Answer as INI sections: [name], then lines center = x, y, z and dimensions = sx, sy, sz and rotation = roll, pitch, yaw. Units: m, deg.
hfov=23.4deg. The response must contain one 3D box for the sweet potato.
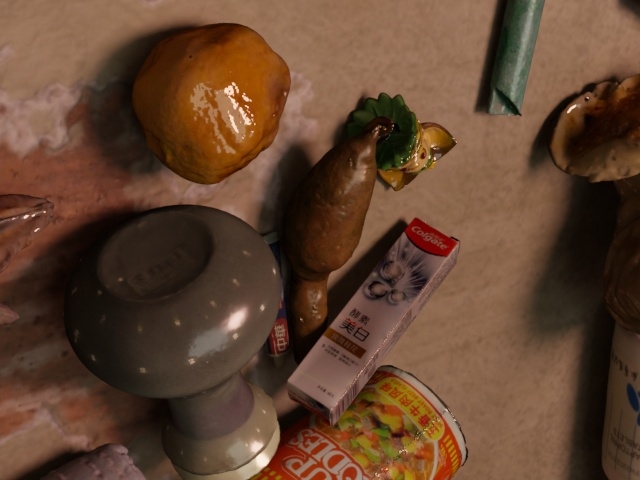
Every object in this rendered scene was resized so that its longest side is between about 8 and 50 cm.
[sweet potato]
center = -0.002, 0.001, 1.415
dimensions = 0.075, 0.075, 0.269
rotation = -9, 129, -33

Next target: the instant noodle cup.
[instant noodle cup]
center = 0.026, 0.235, 1.483
dimensions = 0.212, 0.193, 0.193
rotation = -39, 129, -26

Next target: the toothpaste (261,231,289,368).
[toothpaste]
center = -0.046, 0.059, 1.441
dimensions = 0.037, 0.021, 0.140
rotation = -22, 120, -28

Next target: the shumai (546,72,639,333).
[shumai]
center = 0.364, -0.063, 1.610
dimensions = 0.267, 0.262, 0.314
rotation = -40, 180, 26

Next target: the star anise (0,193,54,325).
[star anise]
center = -0.357, 0.040, 1.148
dimensions = 0.292, 0.109, 0.349
rotation = 23, 85, -34

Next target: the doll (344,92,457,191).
[doll]
center = 0.070, -0.096, 1.443
dimensions = 0.078, 0.076, 0.113
rotation = -39, 164, 16

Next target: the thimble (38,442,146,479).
[thimble]
center = -0.194, 0.264, 1.353
dimensions = 0.118, 0.127, 0.151
rotation = -29, 130, -22

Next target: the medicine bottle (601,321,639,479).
[medicine bottle]
center = 0.406, 0.215, 1.747
dimensions = 0.170, 0.170, 0.293
rotation = -16, 118, -30

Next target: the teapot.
[teapot]
center = -0.108, 0.098, 1.324
dimensions = 0.183, 0.183, 0.251
rotation = -35, 137, -19

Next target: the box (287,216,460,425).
[box]
center = 0.052, 0.074, 1.463
dimensions = 0.218, 0.055, 0.039
rotation = -52, 162, -24

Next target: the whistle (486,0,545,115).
[whistle]
center = 0.194, -0.210, 1.482
dimensions = 0.039, 0.039, 0.186
rotation = -3, 111, -36

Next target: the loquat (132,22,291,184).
[loquat]
center = -0.088, -0.117, 1.277
dimensions = 0.137, 0.113, 0.137
rotation = 3, 85, -29
